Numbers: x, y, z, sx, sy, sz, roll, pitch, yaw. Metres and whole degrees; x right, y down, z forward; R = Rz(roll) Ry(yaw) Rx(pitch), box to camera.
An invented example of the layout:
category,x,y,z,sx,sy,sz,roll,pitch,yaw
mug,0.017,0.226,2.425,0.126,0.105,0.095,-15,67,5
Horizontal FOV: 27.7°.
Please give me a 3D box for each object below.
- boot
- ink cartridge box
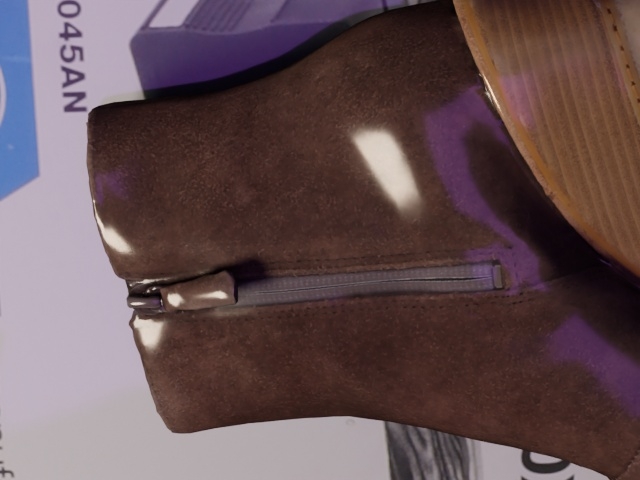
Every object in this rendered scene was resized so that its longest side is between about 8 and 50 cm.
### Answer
category,x,y,z,sx,sy,sz,roll,pitch,yaw
boot,0.048,0.041,0.452,0.207,0.090,0.248,-15,105,11
ink cartridge box,0.000,0.000,0.553,0.395,0.166,0.285,-3,103,-5
